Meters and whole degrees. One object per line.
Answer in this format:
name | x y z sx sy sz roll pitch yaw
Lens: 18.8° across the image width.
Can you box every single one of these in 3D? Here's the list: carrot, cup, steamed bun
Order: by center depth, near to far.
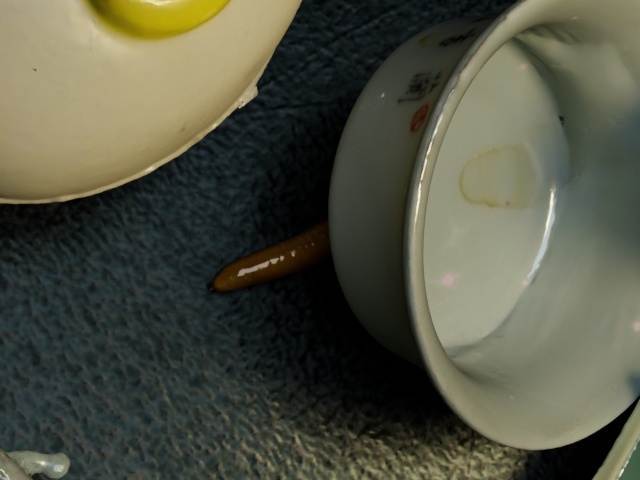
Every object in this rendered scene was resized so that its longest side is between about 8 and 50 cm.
steamed bun | -0.180 -0.203 1.342 0.374 0.334 0.334 -43 94 -24
cup | 0.134 -0.030 1.446 0.347 0.163 0.347 -11 107 -41
carrot | 0.000 0.000 1.501 0.190 0.037 0.037 -26 89 -17

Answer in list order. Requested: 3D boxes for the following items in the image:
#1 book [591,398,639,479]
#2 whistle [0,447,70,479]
book | 0.382 0.119 1.547 0.264 0.031 0.379 42 71 -28
whistle | -0.259 0.160 1.358 0.346 0.134 0.142 49 31 -14
